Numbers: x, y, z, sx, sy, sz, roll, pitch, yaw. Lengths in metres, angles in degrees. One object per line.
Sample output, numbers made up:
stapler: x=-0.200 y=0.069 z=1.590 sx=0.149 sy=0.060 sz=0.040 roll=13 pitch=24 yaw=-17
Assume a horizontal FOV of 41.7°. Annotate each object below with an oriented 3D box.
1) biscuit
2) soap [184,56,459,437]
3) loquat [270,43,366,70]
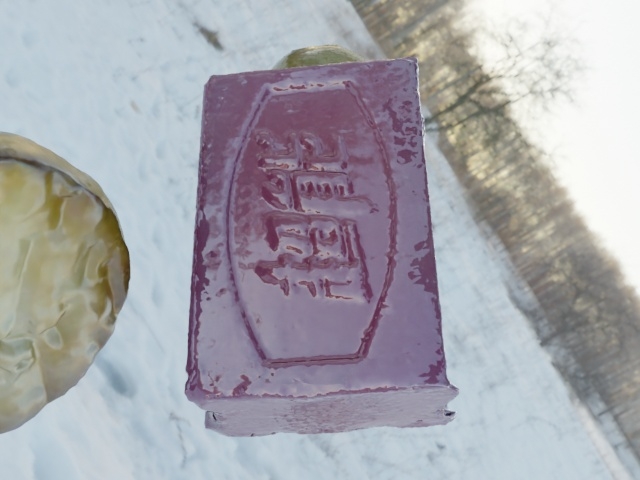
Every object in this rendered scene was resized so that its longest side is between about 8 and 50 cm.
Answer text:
biscuit: x=-0.301 y=0.042 z=0.683 sx=0.102 sy=0.296 sz=0.296 roll=41 pitch=-3 yaw=38
soap: x=0.000 y=0.000 z=0.820 sx=0.128 sy=0.233 sz=0.359 roll=78 pitch=9 yaw=-60
loquat: x=0.012 y=-0.188 z=1.152 sx=0.172 sy=0.205 sz=0.149 roll=-50 pitch=148 yaw=-51
